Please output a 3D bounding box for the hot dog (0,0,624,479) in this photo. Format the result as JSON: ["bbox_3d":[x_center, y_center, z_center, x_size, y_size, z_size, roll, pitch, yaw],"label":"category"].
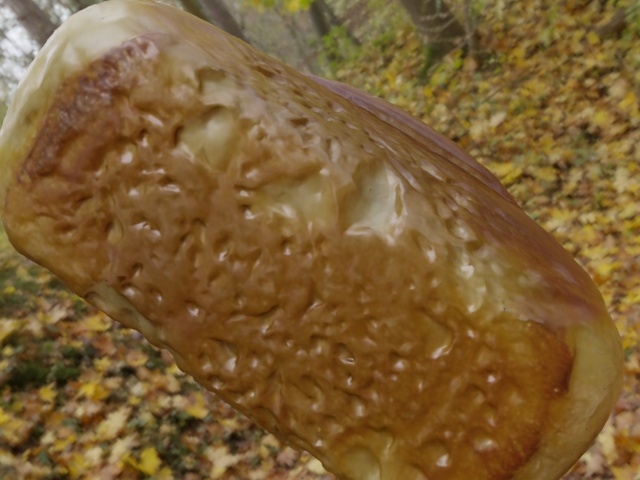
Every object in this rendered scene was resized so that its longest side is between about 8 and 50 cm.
[{"bbox_3d":[-0.001,0.002,0.593,0.185,0.405,0.223,-56,-4,22],"label":"hot dog"}]
